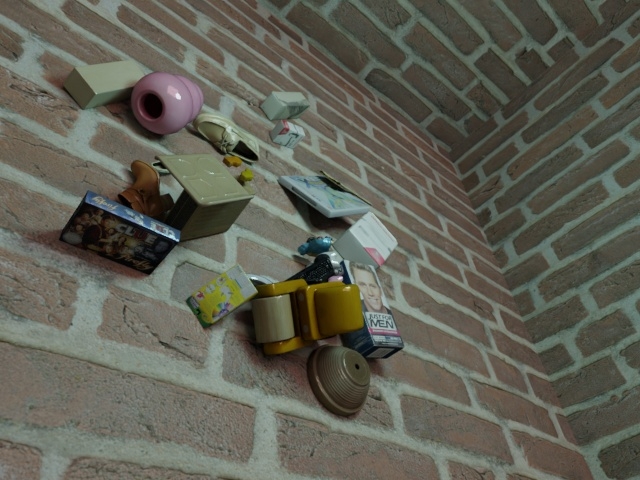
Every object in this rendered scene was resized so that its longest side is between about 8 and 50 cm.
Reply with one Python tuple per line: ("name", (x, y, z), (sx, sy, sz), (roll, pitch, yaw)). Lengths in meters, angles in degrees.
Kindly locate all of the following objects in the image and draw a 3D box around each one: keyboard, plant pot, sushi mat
("keyboard", (-0.037, 0.137, 1.670), (0.100, 0.192, 0.038), (57, -6, 17))
("plant pot", (0.081, 0.425, 1.562), (0.237, 0.109, 0.237), (33, 33, -25))
("sushi mat", (0.124, -0.247, 2.327), (0.151, 0.019, 0.316), (40, 9, 35))

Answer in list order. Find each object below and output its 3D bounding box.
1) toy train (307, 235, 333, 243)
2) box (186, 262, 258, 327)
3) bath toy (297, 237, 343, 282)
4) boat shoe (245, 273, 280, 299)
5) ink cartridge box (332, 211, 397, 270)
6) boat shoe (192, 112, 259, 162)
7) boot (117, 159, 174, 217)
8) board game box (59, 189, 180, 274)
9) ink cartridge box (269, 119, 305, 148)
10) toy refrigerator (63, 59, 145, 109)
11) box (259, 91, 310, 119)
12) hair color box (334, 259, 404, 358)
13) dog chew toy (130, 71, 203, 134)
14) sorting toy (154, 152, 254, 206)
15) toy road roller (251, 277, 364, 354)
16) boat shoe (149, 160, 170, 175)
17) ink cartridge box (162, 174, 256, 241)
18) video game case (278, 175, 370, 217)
("toy train", (0.000, 0.000, 2.007), (0.158, 0.027, 0.036), (-2, 46, -52))
("box", (-0.278, 0.159, 1.387), (0.105, 0.179, 0.043), (54, -12, 9))
("bath toy", (0.011, 0.163, 1.746), (0.128, 0.151, 0.348), (-7, 58, -15))
("boat shoe", (-0.180, 0.152, 1.577), (0.226, 0.083, 0.076), (37, 20, -41))
("ink cartridge box", (0.203, 0.015, 2.154), (0.207, 0.117, 0.283), (49, 31, 1))
("boat shoe", (-0.358, -0.395, 1.914), (0.302, 0.109, 0.098), (24, 37, -44))
("boot", (-0.541, -0.152, 1.450), (0.197, 0.073, 0.152), (50, 35, 6))
("board game box", (-0.507, -0.013, 1.246), (0.243, 0.165, 0.042), (27, 37, -31))
("ink cartridge box", (-0.153, -0.494, 2.282), (0.135, 0.099, 0.056), (10, 48, -46))
("toy refrigerator", (-0.705, -0.520, 1.628), (0.102, 0.094, 0.269), (52, 31, -8))
("box", (-0.173, -0.674, 2.447), (0.094, 0.113, 0.275), (53, 33, 5))
("hair color box", (0.161, 0.249, 1.785), (0.173, 0.105, 0.347), (14, 46, -42))
("dog chew toy", (-0.521, -0.494, 1.739), (0.206, 0.206, 0.332), (45, 23, -7))
("sorting toy", (-0.306, -0.181, 1.440), (0.229, 0.041, 0.307), (43, 29, 17))
("toy road roller", (-0.021, 0.213, 1.478), (0.329, 0.240, 0.203), (-5, 85, -45))
("boat shoe", (-0.516, -0.242, 1.604), (0.049, 0.043, 0.137), (50, 30, 5))
("ink cartridge box", (-0.343, -0.103, 1.523), (0.088, 0.193, 0.234), (51, 30, 13))
("video game case", (0.022, -0.200, 2.139), (0.300, 0.036, 0.329), (37, 25, 25))
